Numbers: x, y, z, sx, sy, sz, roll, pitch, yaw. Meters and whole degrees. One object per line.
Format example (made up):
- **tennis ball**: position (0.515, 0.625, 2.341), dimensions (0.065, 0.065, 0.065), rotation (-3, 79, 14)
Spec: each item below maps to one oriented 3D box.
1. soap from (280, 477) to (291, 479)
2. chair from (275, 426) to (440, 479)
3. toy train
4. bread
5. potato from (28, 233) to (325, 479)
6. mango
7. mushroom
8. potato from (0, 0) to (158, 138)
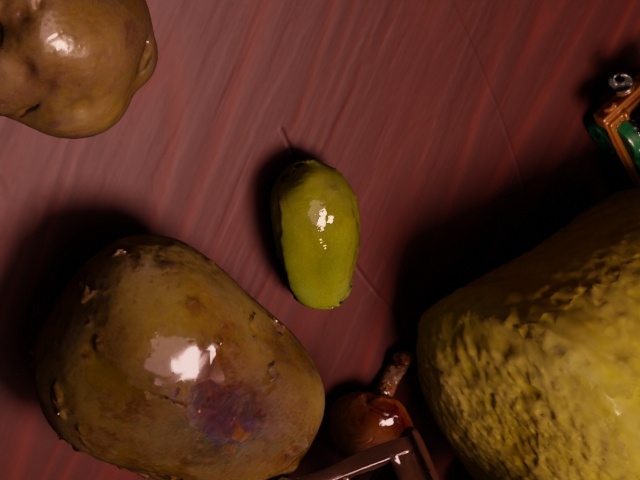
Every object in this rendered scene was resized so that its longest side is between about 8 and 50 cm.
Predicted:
- **soap**: position (-0.092, 0.297, 1.738), dimensions (0.168, 0.033, 0.089), rotation (-41, 135, -9)
- **chair**: position (0.115, 0.276, 1.619), dimensions (0.319, 0.186, 0.160), rotation (-17, 155, -17)
- **toy train**: position (0.359, -0.086, 1.765), dimensions (0.091, 0.136, 0.228), rotation (-41, 131, -9)
- **bread**: position (0.294, 0.137, 1.726), dimensions (0.307, 0.348, 0.348), rotation (-36, 129, -27)
- **potato**: position (-0.122, 0.125, 1.544), dimensions (0.307, 0.173, 0.210), rotation (34, 91, -37)
- **mango**: position (0.000, 0.000, 1.620), dimensions (0.091, 0.074, 0.165), rotation (-28, 126, -20)
- **mushroom**: position (0.058, 0.171, 1.749), dimensions (0.088, 0.073, 0.130), rotation (24, 95, 3)
- **potato**: position (-0.223, -0.168, 1.359), dimensions (0.200, 0.137, 0.154), rotation (19, 133, -38)
